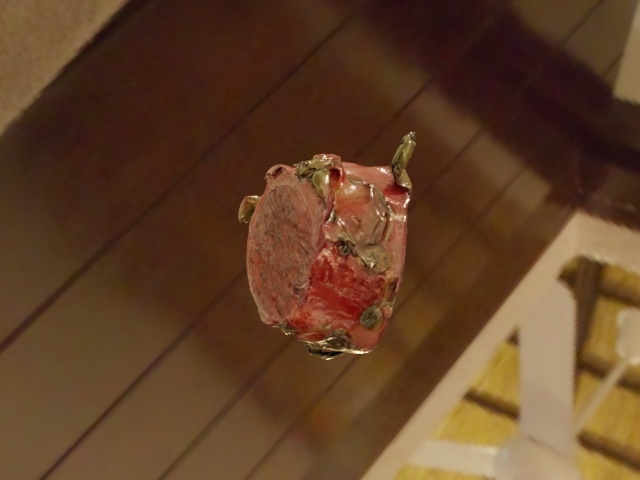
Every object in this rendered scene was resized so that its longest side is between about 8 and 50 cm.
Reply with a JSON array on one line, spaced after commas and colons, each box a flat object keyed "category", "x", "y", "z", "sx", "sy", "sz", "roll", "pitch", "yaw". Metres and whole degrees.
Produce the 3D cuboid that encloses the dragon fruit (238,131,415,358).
[{"category": "dragon fruit", "x": 0.000, "y": 0.000, "z": 1.436, "sx": 0.147, "sy": 0.211, "sz": 0.282, "roll": 8, "pitch": -61, "yaw": -17}]
